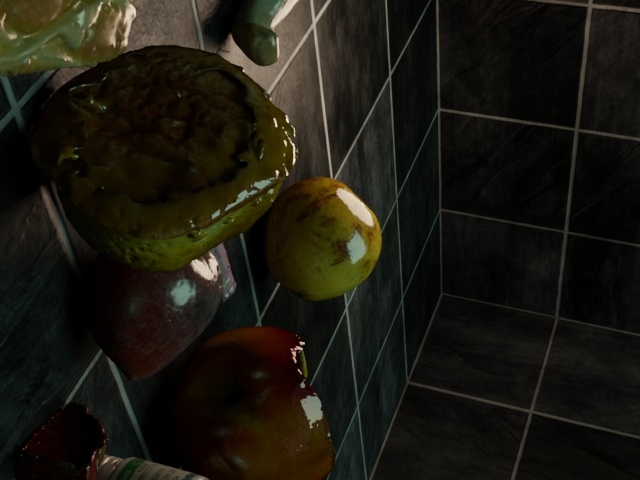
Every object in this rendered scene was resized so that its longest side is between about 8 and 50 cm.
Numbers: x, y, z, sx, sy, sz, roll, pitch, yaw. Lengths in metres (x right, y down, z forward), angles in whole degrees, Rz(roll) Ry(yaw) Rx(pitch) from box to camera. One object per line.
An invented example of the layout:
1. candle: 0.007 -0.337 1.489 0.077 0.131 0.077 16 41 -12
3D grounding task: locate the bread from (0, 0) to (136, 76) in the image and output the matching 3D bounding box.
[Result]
1. bread: -0.362 -0.360 0.985 0.390 0.279 0.371 -36 136 -64

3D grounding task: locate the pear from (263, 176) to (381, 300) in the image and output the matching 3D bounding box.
1. pear: 0.000 0.000 2.301 0.281 0.281 0.280 11 90 -72

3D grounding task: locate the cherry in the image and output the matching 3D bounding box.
1. cherry: -0.281 0.090 1.646 0.239 0.206 0.239 -42 170 -9

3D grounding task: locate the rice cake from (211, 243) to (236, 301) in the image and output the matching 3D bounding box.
1. rice cake: -0.209 0.012 2.018 0.290 0.051 0.081 80 28 -49

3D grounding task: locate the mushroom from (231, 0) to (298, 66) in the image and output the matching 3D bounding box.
1. mushroom: -0.096 -0.499 1.992 0.159 0.122 0.328 32 65 -32

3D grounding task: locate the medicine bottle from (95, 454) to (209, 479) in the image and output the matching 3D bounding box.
1. medicine bottle: -0.306 0.427 1.678 0.139 0.237 0.139 12 90 -73

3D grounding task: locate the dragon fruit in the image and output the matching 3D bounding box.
1. dragon fruit: -0.385 0.343 1.589 0.161 0.121 0.127 -59 159 -56

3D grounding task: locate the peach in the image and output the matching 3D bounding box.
1. peach: -0.143 0.352 2.011 0.406 0.310 0.335 90 -19 -61

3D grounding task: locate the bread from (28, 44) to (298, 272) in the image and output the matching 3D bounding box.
1. bread: -0.222 -0.113 1.466 0.358 0.337 0.204 -30 148 -31
